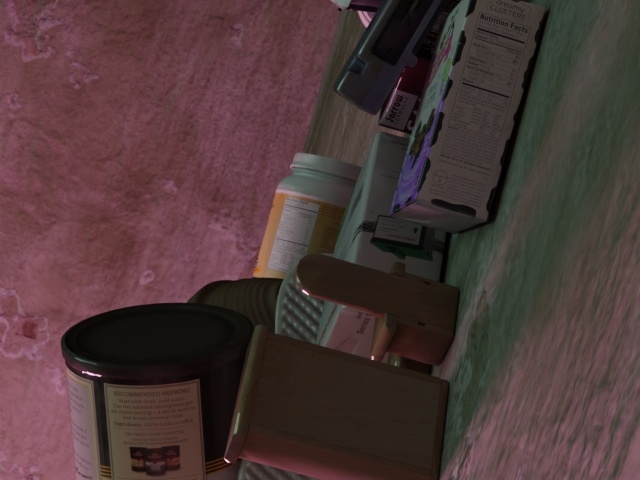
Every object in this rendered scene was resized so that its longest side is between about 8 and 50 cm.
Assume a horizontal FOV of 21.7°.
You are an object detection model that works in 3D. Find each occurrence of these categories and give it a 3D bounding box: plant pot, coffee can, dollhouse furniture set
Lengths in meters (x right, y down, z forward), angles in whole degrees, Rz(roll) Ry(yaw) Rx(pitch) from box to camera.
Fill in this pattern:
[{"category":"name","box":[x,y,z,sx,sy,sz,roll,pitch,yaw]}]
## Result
[{"category":"plant pot","box":[-0.041,0.124,1.944,0.110,0.237,0.237,-42,21,27]},{"category":"coffee can","box":[-0.165,0.227,1.779,0.201,0.201,0.275,-93,0,-74]},{"category":"dollhouse furniture set","box":[-0.020,0.230,1.517,0.356,0.173,0.303,112,172,-48]}]

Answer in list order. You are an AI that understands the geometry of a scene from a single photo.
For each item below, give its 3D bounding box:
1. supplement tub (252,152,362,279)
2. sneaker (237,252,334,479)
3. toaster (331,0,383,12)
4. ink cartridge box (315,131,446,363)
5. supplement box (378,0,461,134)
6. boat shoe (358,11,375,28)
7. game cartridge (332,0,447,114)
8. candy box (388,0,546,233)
[{"category":"supplement tub","box":[0.000,0.000,2.129,0.144,0.144,0.200,161,125,-84]},{"category":"sneaker","box":[0.004,0.205,1.764,0.150,0.135,0.366,68,-150,-58]},{"category":"toaster","box":[0.058,-0.353,2.058,0.168,0.185,0.110,43,119,35]},{"category":"ink cartridge box","box":[0.063,0.030,1.665,0.160,0.092,0.219,112,172,-52]},{"category":"supplement box","box":[0.130,-0.247,1.885,0.130,0.073,0.239,111,173,-53]},{"category":"boat shoe","box":[0.127,-0.436,2.153,0.158,0.127,0.341,94,-168,-85]},{"category":"game cartridge","box":[0.124,-0.286,1.642,0.355,0.068,0.230,-59,-1,5]},{"category":"candy box","box":[0.129,-0.113,1.501,0.165,0.070,0.196,142,144,-83]}]
